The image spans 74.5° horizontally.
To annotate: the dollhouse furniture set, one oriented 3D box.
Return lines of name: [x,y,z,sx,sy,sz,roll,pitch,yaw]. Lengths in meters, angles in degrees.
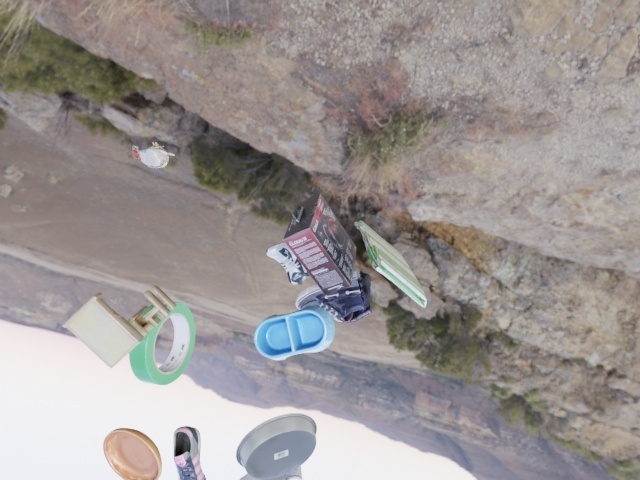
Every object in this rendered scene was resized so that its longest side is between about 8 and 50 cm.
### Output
dollhouse furniture set: [-0.553,0.219,1.156,0.161,0.212,0.242,47,178,-8]

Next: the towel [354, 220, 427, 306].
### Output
towel: [0.230,0.067,1.404,0.247,0.038,0.325,37,-164,-22]

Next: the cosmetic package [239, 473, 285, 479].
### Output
cosmetic package: [-0.206,1.002,1.676,0.238,0.107,0.127,45,-171,-41]

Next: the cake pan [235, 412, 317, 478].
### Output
cake pan: [-0.140,0.711,1.439,0.293,0.293,0.054,30,-165,-36]

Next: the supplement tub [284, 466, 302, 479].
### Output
supplement tub: [-0.110,0.942,1.699,0.070,0.071,0.107,21,-165,-16]

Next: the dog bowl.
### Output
dog bowl: [-0.100,0.331,1.493,0.296,0.166,0.074,-15,169,11]

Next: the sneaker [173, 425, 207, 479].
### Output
sneaker: [-0.511,0.871,1.599,0.112,0.319,0.131,-23,147,-1]

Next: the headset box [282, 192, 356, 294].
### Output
headset box: [0.000,0.000,1.429,0.110,0.218,0.293,-22,120,25]

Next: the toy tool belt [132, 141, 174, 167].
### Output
toy tool belt: [-0.359,-0.185,0.906,0.083,0.051,0.052,17,123,29]

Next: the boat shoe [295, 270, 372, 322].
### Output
boat shoe: [0.043,0.244,1.590,0.340,0.158,0.127,-28,139,31]

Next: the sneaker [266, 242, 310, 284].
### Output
sneaker: [-0.113,0.099,1.649,0.094,0.153,0.235,-24,161,21]

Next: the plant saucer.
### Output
plant saucer: [-0.548,0.633,1.243,0.199,0.200,0.037,11,-160,14]

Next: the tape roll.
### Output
tape roll: [-0.619,0.406,1.676,0.077,0.322,0.321,2,158,16]
